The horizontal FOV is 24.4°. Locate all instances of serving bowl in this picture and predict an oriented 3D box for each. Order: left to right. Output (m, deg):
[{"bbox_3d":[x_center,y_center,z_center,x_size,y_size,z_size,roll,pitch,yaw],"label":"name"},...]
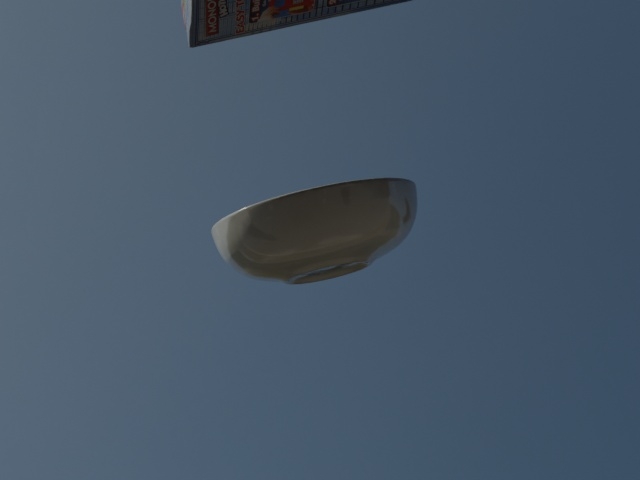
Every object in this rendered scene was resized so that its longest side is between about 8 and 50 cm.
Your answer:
[{"bbox_3d":[0.000,0.000,0.585,0.083,0.083,0.027,-14,-99,9],"label":"serving bowl"}]

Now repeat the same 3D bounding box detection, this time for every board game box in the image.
[{"bbox_3d":[-0.037,-0.198,0.944,0.194,0.194,0.060,-27,-41,-34],"label":"board game box"}]
